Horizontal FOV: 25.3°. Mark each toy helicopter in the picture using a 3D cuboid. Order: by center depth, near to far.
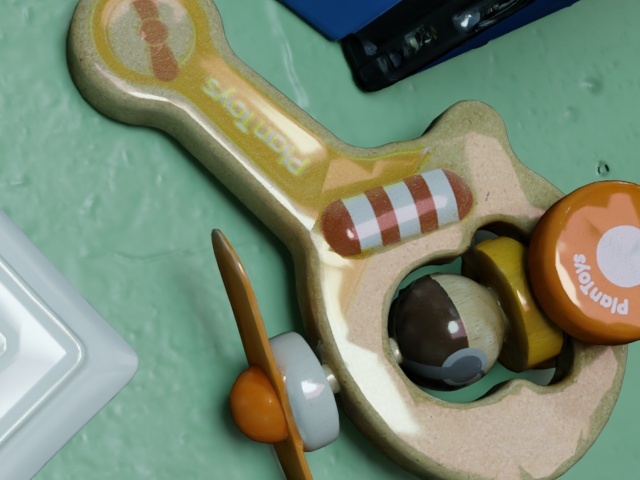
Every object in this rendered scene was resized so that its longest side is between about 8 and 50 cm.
[{"bbox_3d":[0.000,0.000,0.748,0.355,0.140,0.235,41,75,-1],"label":"toy helicopter"}]

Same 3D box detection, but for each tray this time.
[{"bbox_3d":[-0.219,0.009,0.676,0.270,0.030,0.145,48,64,-10],"label":"tray"}]

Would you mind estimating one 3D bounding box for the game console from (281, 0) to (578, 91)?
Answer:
[{"bbox_3d":[0.086,-0.201,0.712,0.250,0.293,0.173,-26,92,-27],"label":"game console"}]
